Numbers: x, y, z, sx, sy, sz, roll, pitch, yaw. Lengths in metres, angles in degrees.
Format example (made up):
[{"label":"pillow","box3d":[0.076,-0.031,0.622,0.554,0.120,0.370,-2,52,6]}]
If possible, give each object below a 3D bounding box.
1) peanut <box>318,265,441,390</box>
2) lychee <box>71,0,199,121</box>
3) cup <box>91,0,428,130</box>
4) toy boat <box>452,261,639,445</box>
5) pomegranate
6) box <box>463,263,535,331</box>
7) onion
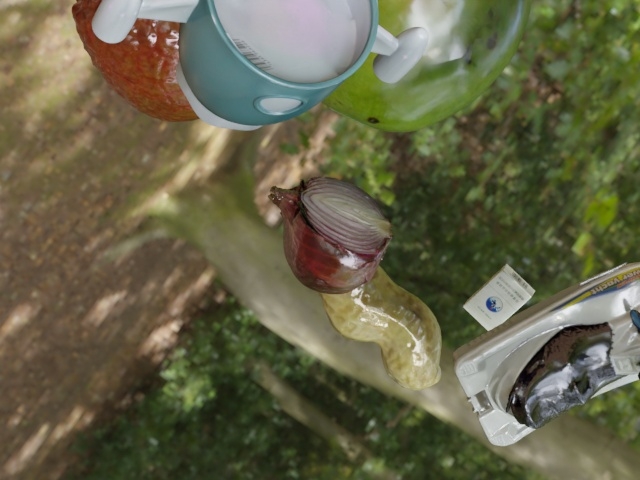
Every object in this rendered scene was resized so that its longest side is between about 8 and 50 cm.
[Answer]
[{"label":"peanut","box3d":[0.084,0.104,1.585,0.103,0.229,0.098,-38,-168,46]},{"label":"lychee","box3d":[-0.189,-0.275,1.631,0.255,0.300,0.255,-42,-150,32]},{"label":"cup","box3d":[-0.054,-0.180,1.074,0.173,0.300,0.167,143,-51,-62]},{"label":"toy boat","box3d":[0.277,0.118,1.237,0.269,0.140,0.141,-22,-175,11]},{"label":"pomegranate","box3d":[0.128,-0.249,1.464,0.310,0.216,0.358,-44,166,-7]},{"label":"box","box3d":[0.236,0.077,1.582,0.083,0.054,0.024,-47,180,32]},{"label":"onion","box3d":[0.000,0.000,1.400,0.206,0.151,0.098,-78,-173,-66]}]
